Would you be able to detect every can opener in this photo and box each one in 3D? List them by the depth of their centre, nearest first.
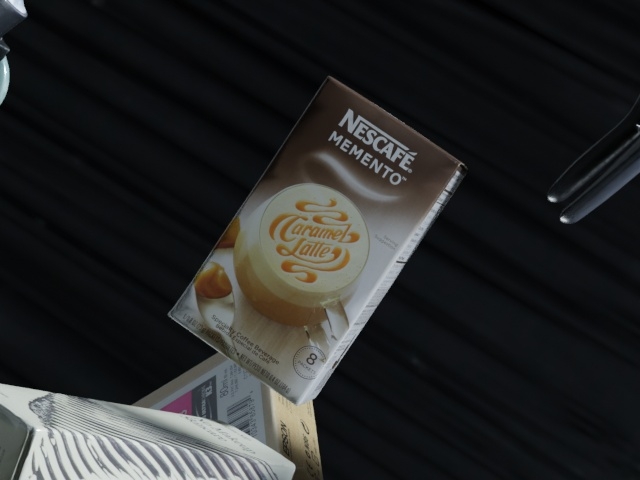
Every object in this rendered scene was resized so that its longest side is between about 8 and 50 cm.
[{"bbox_3d":[0.263,-0.081,1.391,0.073,0.059,0.186,28,115,-39],"label":"can opener"}]

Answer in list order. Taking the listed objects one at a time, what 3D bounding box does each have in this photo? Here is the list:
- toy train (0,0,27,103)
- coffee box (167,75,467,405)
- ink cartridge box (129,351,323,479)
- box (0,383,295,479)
[{"bbox_3d":[-0.375,-0.122,1.216,0.334,0.190,0.142,-35,168,8],"label":"toy train"},{"bbox_3d":[0.000,0.000,1.436,0.246,0.141,0.098,-57,171,4],"label":"coffee box"},{"bbox_3d":[-0.101,0.219,1.638,0.193,0.088,0.235,-31,-149,13],"label":"ink cartridge box"},{"bbox_3d":[-0.158,0.184,1.305,0.275,0.113,0.094,15,96,-47],"label":"box"}]
